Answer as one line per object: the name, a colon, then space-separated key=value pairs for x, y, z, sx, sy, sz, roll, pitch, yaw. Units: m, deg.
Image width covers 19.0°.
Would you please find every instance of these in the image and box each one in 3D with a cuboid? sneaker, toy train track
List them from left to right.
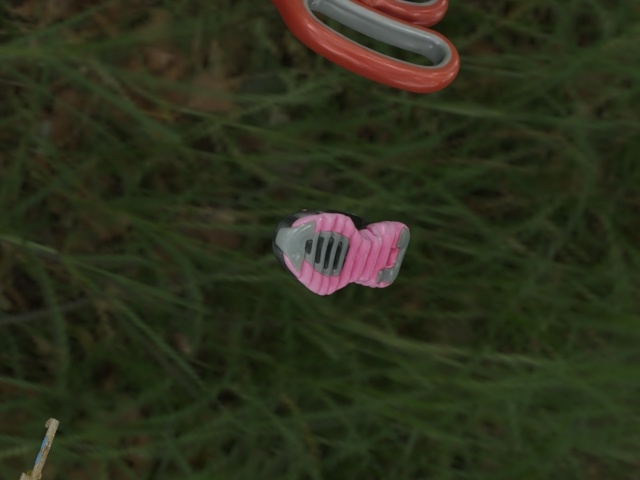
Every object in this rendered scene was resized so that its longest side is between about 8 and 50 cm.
toy train track: x=-0.251 y=0.195 z=1.681 sx=0.083 sy=0.014 sz=0.048 roll=-71 pitch=156 yaw=-14
sneaker: x=0.000 y=0.000 z=1.063 sx=0.119 sy=0.057 sz=0.047 roll=9 pitch=105 yaw=-60

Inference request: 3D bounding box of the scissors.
scissors: x=-0.056 y=-0.165 z=1.047 sx=0.297 sy=0.021 sz=0.109 roll=22 pitch=45 yaw=-10
